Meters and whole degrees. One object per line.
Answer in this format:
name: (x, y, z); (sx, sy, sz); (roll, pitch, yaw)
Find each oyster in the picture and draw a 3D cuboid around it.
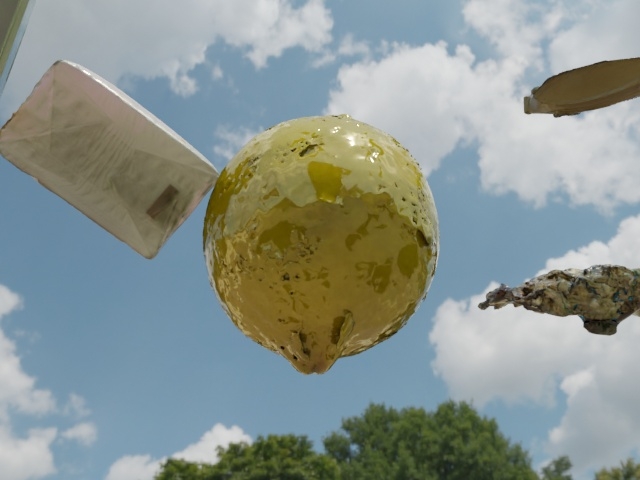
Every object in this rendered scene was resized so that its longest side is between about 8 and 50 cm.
oyster: (0.365, 0.077, 0.899); (0.198, 0.092, 0.260); (-3, 2, -35)

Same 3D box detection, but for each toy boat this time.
toy boat: (0.285, -0.158, 0.664); (0.149, 0.047, 0.049); (-8, -8, 37)

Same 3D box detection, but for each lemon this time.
lemon: (0.000, 0.000, 0.459); (0.174, 0.206, 0.173); (-2, -41, -1)

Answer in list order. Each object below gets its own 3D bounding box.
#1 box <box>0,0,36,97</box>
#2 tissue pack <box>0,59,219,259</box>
box: (-0.359, -0.212, 0.604); (0.130, 0.086, 0.225); (20, -87, -24)
tissue pack: (-0.218, -0.084, 0.694); (0.185, 0.225, 0.124); (40, -93, -12)
